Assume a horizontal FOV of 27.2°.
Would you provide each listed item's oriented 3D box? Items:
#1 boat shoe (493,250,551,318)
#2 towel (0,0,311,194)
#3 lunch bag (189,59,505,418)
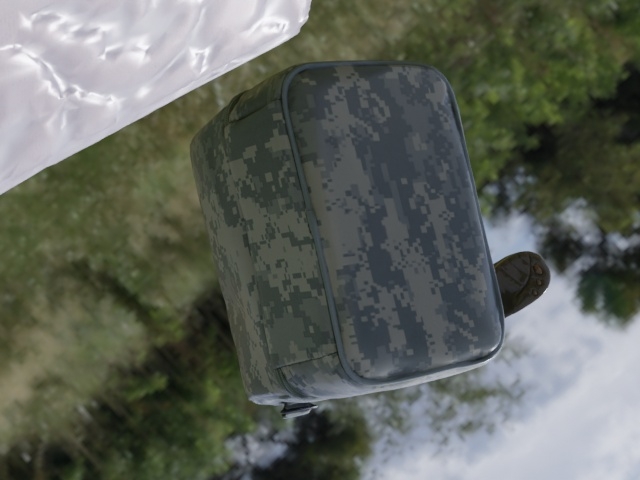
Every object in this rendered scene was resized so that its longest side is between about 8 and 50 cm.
[{"bbox_3d":[0.153,0.070,1.349,0.178,0.064,0.060,-31,180,6],"label":"boat shoe"},{"bbox_3d":[-0.120,-0.124,0.383,0.317,0.053,0.332,-32,154,-27],"label":"towel"},{"bbox_3d":[0.000,0.000,1.219,0.213,0.305,0.256,-8,171,-38],"label":"lunch bag"}]
